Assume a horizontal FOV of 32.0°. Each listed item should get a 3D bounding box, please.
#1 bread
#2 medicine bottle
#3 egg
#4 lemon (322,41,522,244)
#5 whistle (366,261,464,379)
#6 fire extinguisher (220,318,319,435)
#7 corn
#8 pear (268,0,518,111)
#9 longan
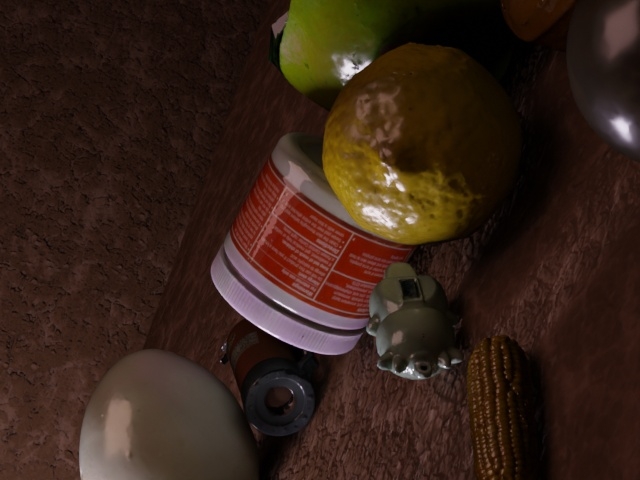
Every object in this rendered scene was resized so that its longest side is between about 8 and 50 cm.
[{"bbox_3d":[0.307,-0.330,1.355,0.195,0.143,0.269,-56,19,32],"label":"bread"},{"bbox_3d":[0.000,0.000,1.636,0.240,0.253,0.252,-59,16,18],"label":"medicine bottle"},{"bbox_3d":[-0.246,0.341,1.794,0.283,0.283,0.345,-38,69,59],"label":"egg"},{"bbox_3d":[0.131,-0.119,1.401,0.253,0.253,0.310,-61,-8,14],"label":"lemon"},{"bbox_3d":[0.111,0.099,1.399,0.105,0.102,0.253,-61,18,24],"label":"whistle"},{"bbox_3d":[-0.066,0.195,1.889,0.200,0.113,0.376,-22,17,-7],"label":"fire extinguisher"},{"bbox_3d":[0.181,0.174,1.116,0.068,0.068,0.207,-53,18,36],"label":"corn"},{"bbox_3d":[0.132,-0.279,1.563,0.399,0.399,0.165,-51,47,42],"label":"pear"},{"bbox_3d":[0.315,-0.168,0.979,0.220,0.197,0.196,-67,15,-19],"label":"longan"}]
